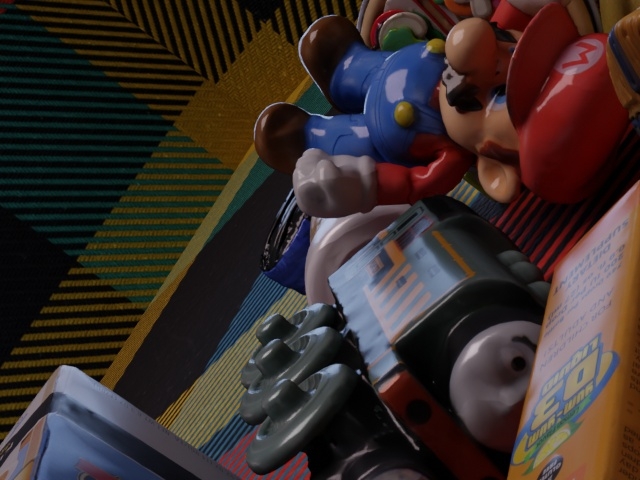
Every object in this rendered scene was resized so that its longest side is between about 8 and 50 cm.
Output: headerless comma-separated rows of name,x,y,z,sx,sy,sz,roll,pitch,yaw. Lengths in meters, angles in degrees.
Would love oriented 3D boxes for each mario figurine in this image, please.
mario figurine,0.077,-0.116,1.119,0.320,0.170,0.198,3,97,49

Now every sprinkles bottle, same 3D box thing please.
sprinkles bottle,0.049,-0.006,1.337,0.121,0.121,0.355,-51,8,11

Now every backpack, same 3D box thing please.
backpack,0.000,0.000,1.646,0.120,0.101,0.098,-59,8,-12

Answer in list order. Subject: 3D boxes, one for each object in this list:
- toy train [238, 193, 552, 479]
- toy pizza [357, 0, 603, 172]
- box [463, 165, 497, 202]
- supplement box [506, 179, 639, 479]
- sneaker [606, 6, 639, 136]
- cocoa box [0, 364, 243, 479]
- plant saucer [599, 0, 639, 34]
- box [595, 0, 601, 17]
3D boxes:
toy train,0.056,0.076,0.948,0.190,0.142,0.334,-43,9,3
toy pizza,0.121,-0.148,1.252,0.201,0.201,0.032,-49,-3,27
box,0.162,-0.102,1.379,0.109,0.042,0.178,-50,9,12
supplement box,0.137,0.071,0.691,0.078,0.080,0.233,-50,11,34
sneaker,0.250,-0.110,0.825,0.131,0.112,0.296,-31,1,-13
cocoa box,-0.147,0.285,0.821,0.347,0.231,0.228,-52,9,6
plant saucer,0.311,-0.250,1.062,0.333,0.081,0.333,-53,8,5
box,0.183,-0.252,1.369,0.142,0.163,0.247,-21,18,17
